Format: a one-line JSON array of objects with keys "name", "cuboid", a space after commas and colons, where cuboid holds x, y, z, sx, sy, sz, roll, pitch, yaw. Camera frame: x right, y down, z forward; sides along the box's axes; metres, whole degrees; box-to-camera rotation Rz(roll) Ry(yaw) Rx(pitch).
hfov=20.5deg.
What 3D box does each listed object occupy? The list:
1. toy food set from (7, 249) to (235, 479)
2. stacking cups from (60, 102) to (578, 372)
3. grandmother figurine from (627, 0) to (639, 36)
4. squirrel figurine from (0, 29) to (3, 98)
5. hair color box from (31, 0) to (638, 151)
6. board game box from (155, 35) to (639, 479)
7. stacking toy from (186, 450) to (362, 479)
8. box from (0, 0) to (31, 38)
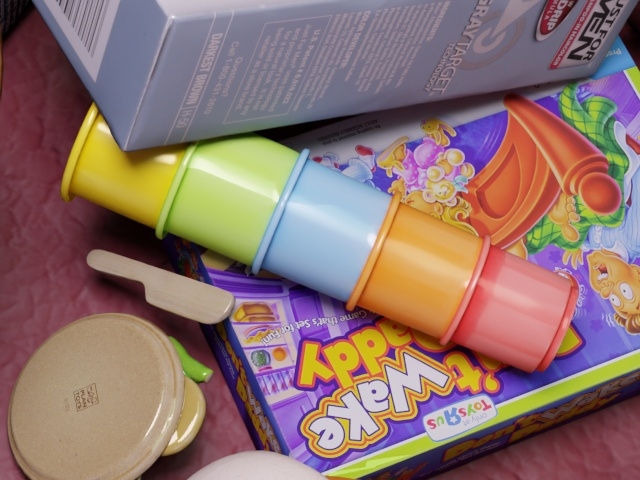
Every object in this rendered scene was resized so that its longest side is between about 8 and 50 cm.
[{"name": "toy food set", "cuboid": [-0.135, 0.107, 1.110, 0.132, 0.038, 0.192, 20, 74, 30]}, {"name": "stacking cups", "cuboid": [0.000, 0.000, 1.093, 0.316, 0.096, 0.096, 26, 63, -1]}, {"name": "grandmother figurine", "cuboid": [0.319, -0.164, 1.307, 0.208, 0.104, 0.342, 13, 60, 6]}, {"name": "squirrel figurine", "cuboid": [-0.367, -0.076, 0.915, 0.370, 0.281, 0.397, 25, 95, -7]}, {"name": "hair color box", "cuboid": [0.011, -0.181, 1.121, 0.374, 0.113, 0.185, -12, 55, -33]}, {"name": "board game box", "cuboid": [0.095, 0.020, 1.186, 0.347, 0.078, 0.233, -19, 69, -18]}, {"name": "stacking toy", "cuboid": [0.155, 0.263, 0.986, 0.480, 0.350, 0.350, -6, 64, -29]}, {"name": "box", "cuboid": [-0.352, -0.217, 1.164, 0.296, 0.182, 0.294, 30, 63, 4]}]
